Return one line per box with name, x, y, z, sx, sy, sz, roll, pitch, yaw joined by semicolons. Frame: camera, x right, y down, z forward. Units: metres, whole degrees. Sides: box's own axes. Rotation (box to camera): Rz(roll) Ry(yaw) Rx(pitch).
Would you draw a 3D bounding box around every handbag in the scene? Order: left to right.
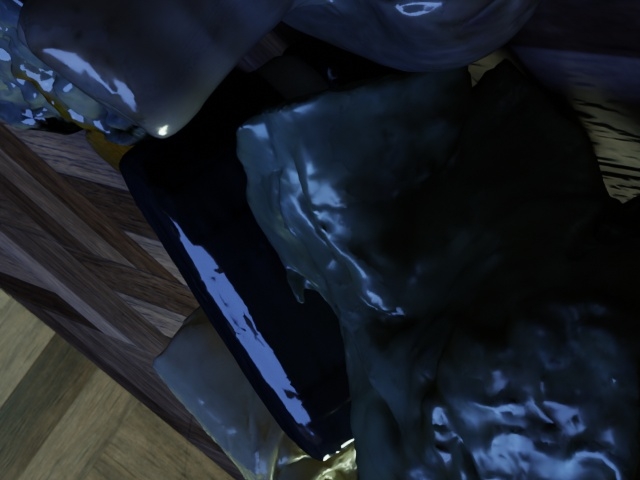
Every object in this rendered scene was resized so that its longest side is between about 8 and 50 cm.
handbag;0.000;0.000;1.248;0.254;0.181;0.181;59;172;-18

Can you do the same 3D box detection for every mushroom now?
mushroom;-0.025;-0.141;0.802;0.243;0.243;0.243;33;166;9

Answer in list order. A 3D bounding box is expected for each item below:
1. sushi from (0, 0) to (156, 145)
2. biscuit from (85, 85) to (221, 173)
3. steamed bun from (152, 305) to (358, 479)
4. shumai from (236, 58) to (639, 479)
sushi;-0.163;-0.173;1.127;0.211;0.171;0.350;44;163;-27
biscuit;-0.103;-0.078;1.527;0.287;0.057;0.344;37;166;-11
steamed bun;-0.005;0.156;1.807;0.289;0.203;0.276;50;174;-2
shumai;0.069;0.061;1.070;0.288;0.292;0.330;21;127;7
